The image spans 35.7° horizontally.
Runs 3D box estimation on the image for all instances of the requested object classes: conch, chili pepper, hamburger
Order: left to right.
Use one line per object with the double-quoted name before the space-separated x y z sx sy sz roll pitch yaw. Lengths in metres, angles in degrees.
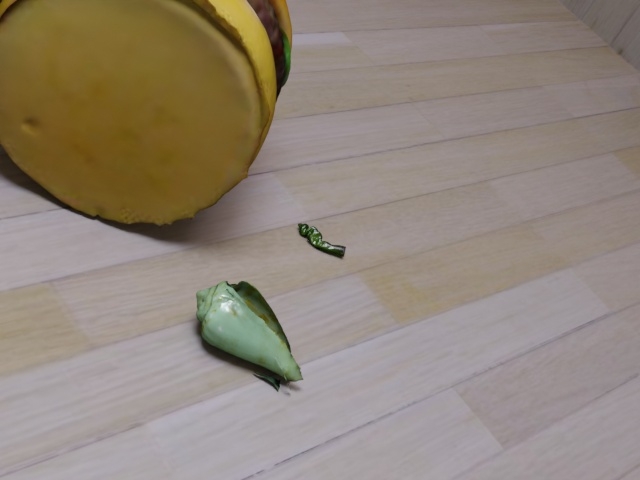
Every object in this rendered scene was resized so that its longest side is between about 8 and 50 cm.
"hamburger" -0.233 -0.234 1.299 0.396 0.395 0.277 22 38 -11
"conch" -0.083 0.110 1.238 0.170 0.079 0.105 41 41 -11
"chili pepper" 0.000 0.000 1.460 0.083 0.022 0.027 31 70 0
